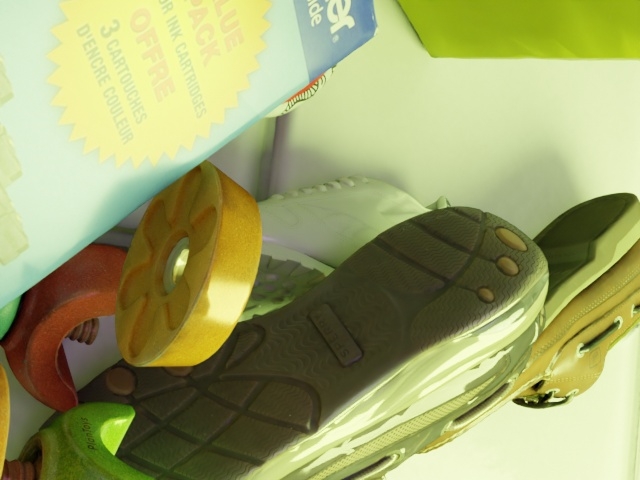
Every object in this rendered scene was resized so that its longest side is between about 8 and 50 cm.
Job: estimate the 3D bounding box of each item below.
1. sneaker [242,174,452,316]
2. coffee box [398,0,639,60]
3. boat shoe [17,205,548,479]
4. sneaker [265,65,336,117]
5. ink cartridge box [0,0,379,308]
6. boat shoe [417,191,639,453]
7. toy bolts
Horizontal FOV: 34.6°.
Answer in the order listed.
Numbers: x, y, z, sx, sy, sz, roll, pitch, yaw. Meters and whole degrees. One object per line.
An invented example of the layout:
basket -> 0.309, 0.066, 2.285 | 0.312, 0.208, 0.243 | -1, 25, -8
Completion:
sneaker -> 0.000, 0.000, 0.706 | 0.235, 0.090, 0.094 | 10, 66, -32
coffee box -> 0.177, -0.336, 0.622 | 0.334, 0.338, 0.338 | -35, 108, -9
boat shoe -> -0.013, 0.116, 0.621 | 0.355, 0.132, 0.130 | -26, 131, -4
sneaker -> -0.115, -0.090, 0.588 | 0.270, 0.145, 0.090 | -22, 100, -30
ink cartridge box -> -0.133, -0.140, 0.396 | 0.395, 0.151, 0.270 | -41, 142, -22
boat shoe -> 0.169, 0.079, 0.782 | 0.307, 0.111, 0.104 | -35, 106, -28
toy bolts -> -0.159, 0.030, 0.501 | 0.159, 0.228, 0.218 | 21, 99, -30
